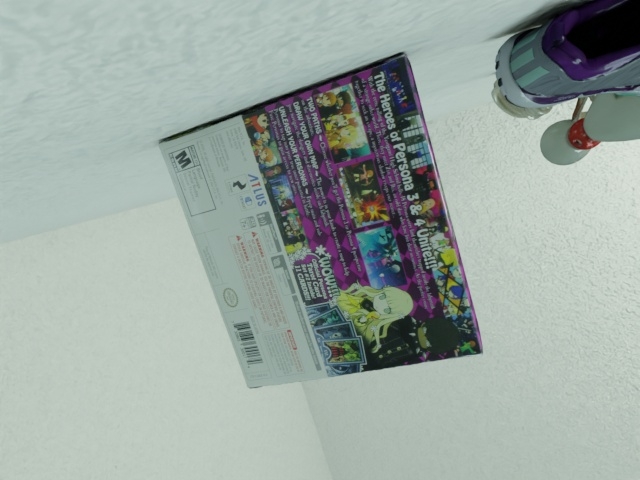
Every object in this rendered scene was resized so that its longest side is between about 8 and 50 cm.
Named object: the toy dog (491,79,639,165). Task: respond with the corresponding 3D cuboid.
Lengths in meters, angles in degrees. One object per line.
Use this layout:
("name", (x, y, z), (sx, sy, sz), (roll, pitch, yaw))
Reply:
("toy dog", (0.408, -0.199, 0.605), (0.161, 0.220, 0.334), (-49, -161, 0))

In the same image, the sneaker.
("sneaker", (0.253, -0.151, 0.346), (0.224, 0.083, 0.098), (-16, -176, -2))

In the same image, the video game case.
("video game case", (0.000, 0.000, 0.385), (0.210, 0.232, 0.042), (-14, -169, 19))
